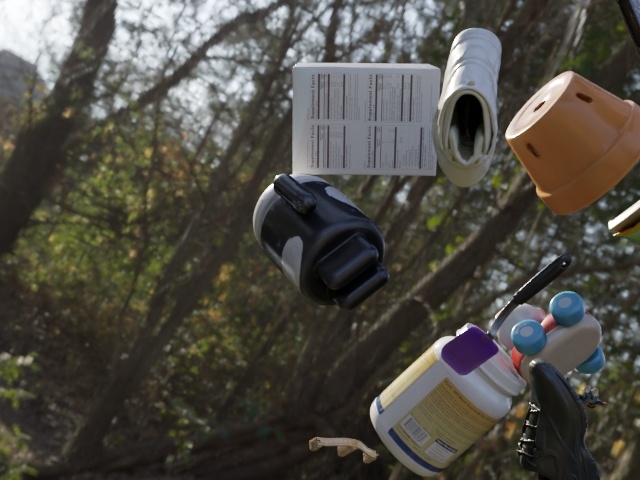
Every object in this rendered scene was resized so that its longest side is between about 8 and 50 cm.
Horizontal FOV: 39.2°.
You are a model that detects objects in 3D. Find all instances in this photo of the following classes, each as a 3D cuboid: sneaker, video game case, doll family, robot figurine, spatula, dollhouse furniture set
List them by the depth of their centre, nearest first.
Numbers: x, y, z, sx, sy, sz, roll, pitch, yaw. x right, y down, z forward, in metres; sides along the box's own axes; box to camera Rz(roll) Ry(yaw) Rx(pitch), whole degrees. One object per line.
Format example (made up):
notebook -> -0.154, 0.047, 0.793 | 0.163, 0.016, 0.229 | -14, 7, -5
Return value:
sneaker -> 0.215, -0.154, 1.372 | 0.108, 0.169, 0.292 | 6, -41, 11
robot figurine -> 0.001, -0.003, 1.523 | 0.174, 0.209, 0.278 | -4, 32, -32
spatula -> 0.340, 0.129, 1.623 | 0.084, 0.296, 0.030 | 41, 8, -22
sneaker -> 0.413, 0.353, 1.625 | 0.130, 0.286, 0.109 | -19, 10, -6
video game case -> 0.779, -0.519, 2.121 | 0.035, 0.248, 0.275 | -23, -2, 39
dollhouse furniture set -> 0.902, -0.037, 2.264 | 0.198, 0.151, 0.301 | 23, -45, -22
doll family -> 0.666, 0.405, 2.403 | 0.193, 0.076, 0.111 | 32, -22, 31

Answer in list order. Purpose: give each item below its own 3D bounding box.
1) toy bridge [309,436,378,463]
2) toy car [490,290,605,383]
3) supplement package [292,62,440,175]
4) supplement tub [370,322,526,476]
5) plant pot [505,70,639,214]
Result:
toy bridge -> 0.067, 0.505, 2.187 | 0.188, 0.026, 0.063 | 20, -43, -30
toy car -> 0.494, 0.201, 2.057 | 0.219, 0.210, 0.238 | 58, -6, -37
supplement package -> 0.082, -0.233, 1.699 | 0.263, 0.198, 0.199 | 1, 13, 1
supplement tub -> 0.295, 0.366, 2.079 | 0.228, 0.316, 0.228 | 41, 15, -14
plant pot -> 0.545, -0.229, 1.956 | 0.203, 0.291, 0.291 | 42, -9, -9
